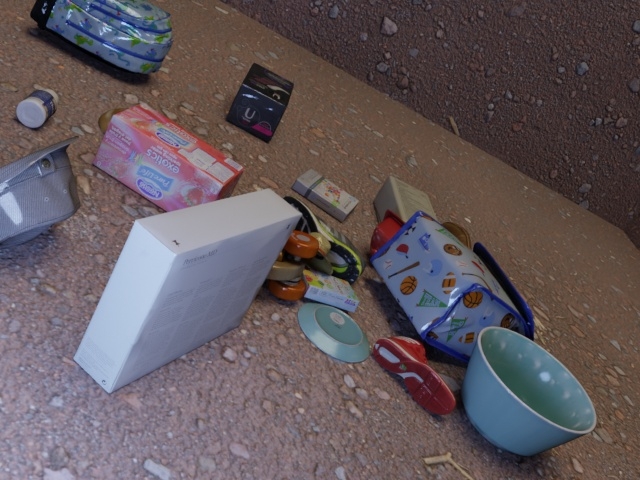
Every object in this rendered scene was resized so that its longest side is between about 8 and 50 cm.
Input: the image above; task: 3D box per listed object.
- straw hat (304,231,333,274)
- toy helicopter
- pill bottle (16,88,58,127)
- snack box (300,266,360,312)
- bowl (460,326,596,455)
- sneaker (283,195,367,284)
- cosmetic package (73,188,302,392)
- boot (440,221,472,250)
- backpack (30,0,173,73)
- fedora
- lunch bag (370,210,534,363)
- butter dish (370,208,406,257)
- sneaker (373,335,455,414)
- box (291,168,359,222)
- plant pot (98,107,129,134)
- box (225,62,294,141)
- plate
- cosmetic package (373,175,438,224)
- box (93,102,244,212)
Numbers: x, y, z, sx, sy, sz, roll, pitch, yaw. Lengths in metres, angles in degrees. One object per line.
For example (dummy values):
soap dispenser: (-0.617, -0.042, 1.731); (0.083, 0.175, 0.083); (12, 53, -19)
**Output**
straw hat: (-0.012, 0.015, 1.723); (0.144, 0.144, 0.061); (35, 68, 6)
toy helicopter: (-0.169, -0.005, 1.639); (0.234, 0.140, 0.355); (8, 23, -26)
pill bottle: (-0.657, -0.314, 1.653); (0.067, 0.067, 0.120); (26, 26, -13)
snack box: (0.014, 0.114, 1.678); (0.141, 0.037, 0.100); (21, 19, -25)
bowl: (0.442, 0.361, 1.595); (0.311, 0.163, 0.312); (26, 25, -13)
sneaker: (0.000, 0.000, 1.830); (0.300, 0.111, 0.121); (46, 18, 15)
cosmetic package: (-0.214, 0.070, 1.218); (0.097, 0.284, 0.377); (40, 25, 15)
boot: (0.408, 0.032, 2.232); (0.115, 0.112, 0.305); (11, 33, -18)
backpack: (-0.622, -0.641, 2.118); (0.355, 0.273, 0.290); (42, 17, -9)
fedora: (-0.516, -0.072, 1.255); (0.124, 0.243, 0.275); (60, 20, -11)
lunch bag: (0.372, 0.145, 1.840); (0.385, 0.239, 0.328); (34, 19, -38)
butter dish: (0.190, 0.022, 1.971); (0.118, 0.160, 0.160); (-22, 51, -30)
sneaker: (0.233, 0.286, 1.582); (0.221, 0.087, 0.128); (45, 29, 22)
box: (0.017, -0.139, 2.155); (0.186, 0.038, 0.145); (36, 25, 4)
plant pot: (-0.465, -0.283, 1.863); (0.236, 0.032, 0.236); (26, 26, -14)
box: (-0.199, -0.467, 2.369); (0.165, 0.143, 0.270); (26, 26, -10)
plate: (0.035, 0.197, 1.583); (0.188, 0.024, 0.188); (25, 26, -14)
cosmetic package: (0.275, -0.066, 2.233); (0.160, 0.113, 0.309); (25, 25, -16)
box: (-0.354, -0.175, 1.664); (0.299, 0.142, 0.154); (32, 25, 0)
